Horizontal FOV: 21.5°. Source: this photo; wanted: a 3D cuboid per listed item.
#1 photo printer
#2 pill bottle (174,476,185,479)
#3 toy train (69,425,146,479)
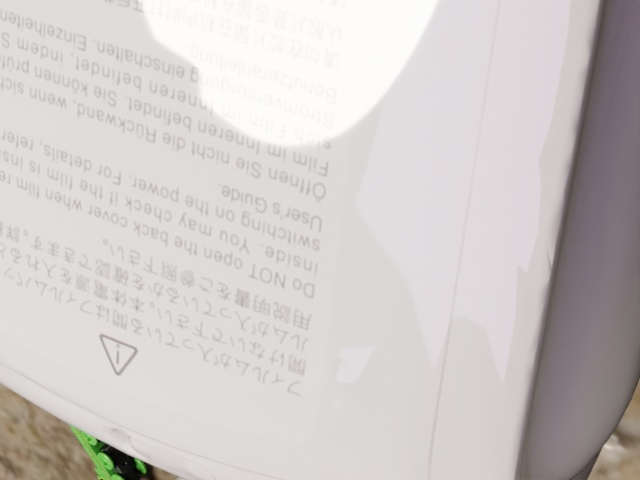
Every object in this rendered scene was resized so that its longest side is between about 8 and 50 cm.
[{"bbox_3d":[-0.019,-0.072,0.455,0.256,0.107,0.307,19,119,25],"label":"photo printer"},{"bbox_3d":[-0.071,0.202,0.625,0.153,0.265,0.153,19,131,23],"label":"pill bottle"},{"bbox_3d":[-0.090,0.099,0.741,0.023,0.017,0.083,-8,117,52],"label":"toy train"}]
